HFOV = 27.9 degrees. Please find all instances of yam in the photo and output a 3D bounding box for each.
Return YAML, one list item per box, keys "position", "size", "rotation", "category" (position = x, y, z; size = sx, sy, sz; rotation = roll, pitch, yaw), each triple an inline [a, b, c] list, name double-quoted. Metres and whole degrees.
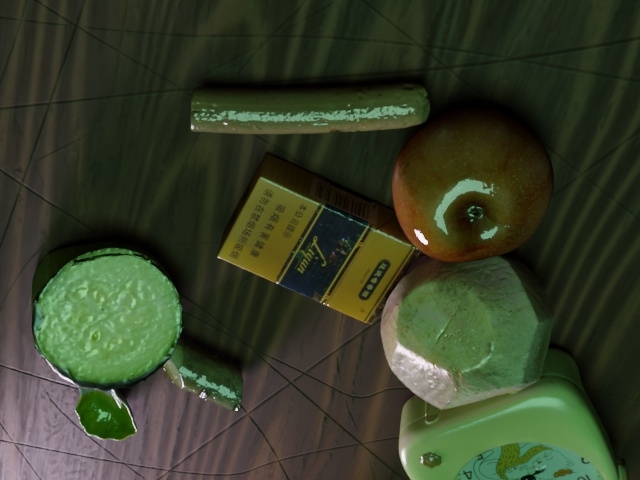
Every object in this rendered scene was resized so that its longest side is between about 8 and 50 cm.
- position: [-0.173, 0.196, 1.883]
  size: [0.146, 0.070, 0.070]
  rotation: [26, 125, -13]
  category: "yam"

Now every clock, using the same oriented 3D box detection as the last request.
- position: [0.302, 0.335, 1.895]
  size: [0.286, 0.117, 0.348]
  rotation: [-23, 121, 22]
  category: "clock"

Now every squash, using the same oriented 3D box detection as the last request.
- position: [-0.299, 0.092, 1.821]
  size: [0.220, 0.133, 0.220]
  rotation: [-3, 116, -6]
  category: "squash"

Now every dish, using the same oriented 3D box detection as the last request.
- position: [-0.326, 0.241, 1.954]
  size: [0.091, 0.039, 0.137]
  rotation: [-1, 125, 14]
  category: "dish"

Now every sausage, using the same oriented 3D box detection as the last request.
- position: [-0.013, -0.165, 1.608]
  size: [0.301, 0.066, 0.066]
  rotation: [1, 126, 9]
  category: "sausage"

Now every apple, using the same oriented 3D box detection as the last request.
- position: [0.188, -0.061, 1.594]
  size: [0.201, 0.162, 0.201]
  rotation: [5, 126, 6]
  category: "apple"

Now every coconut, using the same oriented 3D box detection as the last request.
- position: [0.196, 0.116, 1.710]
  size: [0.236, 0.237, 0.197]
  rotation: [-23, 78, 22]
  category: "coconut"

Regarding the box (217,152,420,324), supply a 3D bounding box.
- position: [0.000, 0.000, 1.723]
  size: [0.237, 0.070, 0.152]
  rotation: [26, 125, -9]
  category: "box"
